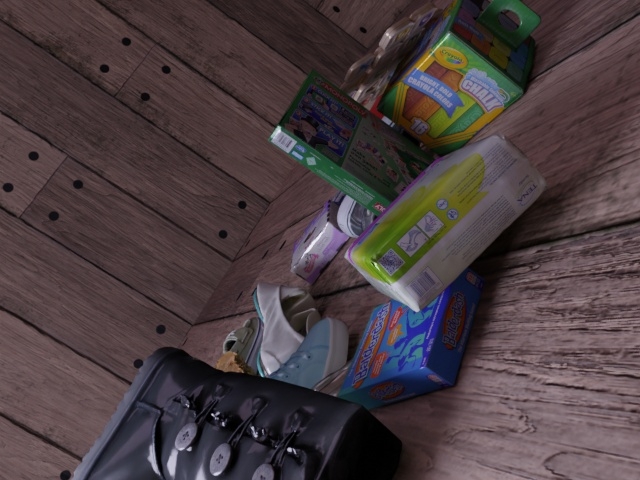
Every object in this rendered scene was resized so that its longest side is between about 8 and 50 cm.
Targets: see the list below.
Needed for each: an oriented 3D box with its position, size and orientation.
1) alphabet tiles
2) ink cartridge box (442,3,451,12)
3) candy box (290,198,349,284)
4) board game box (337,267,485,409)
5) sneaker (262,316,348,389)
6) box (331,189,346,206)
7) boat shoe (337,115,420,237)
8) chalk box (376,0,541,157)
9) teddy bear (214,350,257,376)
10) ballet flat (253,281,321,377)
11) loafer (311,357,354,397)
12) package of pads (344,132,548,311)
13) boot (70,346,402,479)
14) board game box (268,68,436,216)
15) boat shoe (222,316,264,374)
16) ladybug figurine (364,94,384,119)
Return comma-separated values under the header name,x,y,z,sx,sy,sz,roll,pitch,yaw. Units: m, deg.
name,x,y,z,sx,sy,sz,roll,pitch,yaw
alphabet tiles,0.137,-0.364,1.294,0.278,0.021,0.284,-39,-7,-27
ink cartridge box,0.277,-0.415,1.458,0.093,0.154,0.212,-56,10,-25
candy box,0.000,0.000,1.637,0.164,0.070,0.196,-52,12,18
board game box,0.117,0.135,0.844,0.210,0.047,0.160,-40,19,53
sneaker,-0.077,0.262,1.021,0.135,0.150,0.365,-33,26,59
box,0.097,-0.147,1.735,0.136,0.037,0.225,-56,10,-2
boat shoe,0.161,-0.146,1.343,0.119,0.121,0.335,11,70,45
chalk box,0.273,-0.327,1.173,0.289,0.180,0.179,-44,16,50
teddy bear,-0.259,0.396,1.361,0.338,0.113,0.245,-53,41,-8
ballet flat,-0.058,0.174,1.315,0.139,0.139,0.400,-53,16,12
loafer,0.045,0.210,0.968,0.125,0.039,0.045,-36,-6,12
package of pads,0.155,-0.024,0.855,0.229,0.101,0.296,-44,4,-2
boot,-0.142,0.346,0.814,0.445,0.146,0.366,6,71,43
board game box,0.076,-0.165,1.174,0.046,0.317,0.213,-47,14,41
boat shoe,-0.202,0.276,1.624,0.109,0.094,0.302,-52,12,19
ladybug figurine,0.116,-0.387,2.009,0.449,0.162,0.305,-41,18,52
